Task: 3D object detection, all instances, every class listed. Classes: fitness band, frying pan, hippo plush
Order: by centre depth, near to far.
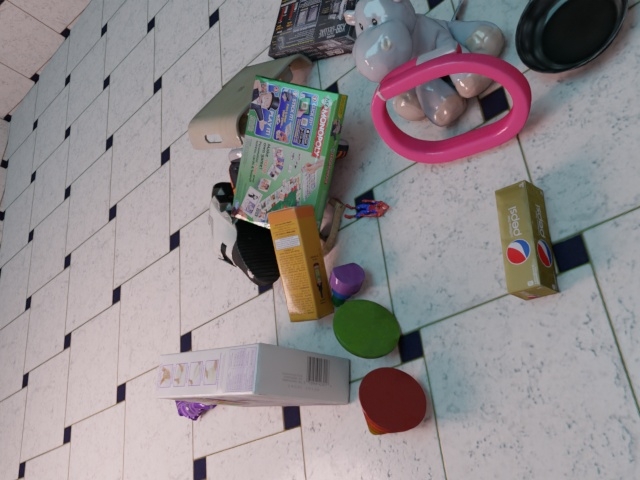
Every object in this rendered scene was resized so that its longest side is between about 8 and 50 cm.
[{"bbox_3d":[0.221,-0.230,1.128,0.291,0.209,0.054,-14,43,42],"label":"fitness band"},{"bbox_3d":[0.387,-0.391,1.131,0.326,0.053,0.197,35,101,50],"label":"frying pan"},{"bbox_3d":[0.186,-0.381,1.200,0.234,0.236,0.294,-5,71,46],"label":"hippo plush"}]

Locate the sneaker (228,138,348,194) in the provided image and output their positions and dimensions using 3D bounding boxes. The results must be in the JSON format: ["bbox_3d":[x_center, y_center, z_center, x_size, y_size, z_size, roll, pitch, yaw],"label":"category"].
[{"bbox_3d":[-0.070,-0.137,1.488,0.321,0.124,0.180,-6,90,35],"label":"sneaker"}]

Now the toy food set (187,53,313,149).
[{"bbox_3d":[-0.176,-0.346,1.625,0.220,0.092,0.306,6,51,49],"label":"toy food set"}]

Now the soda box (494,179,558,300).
[{"bbox_3d":[0.329,-0.001,1.032,0.058,0.061,0.181,-22,60,41],"label":"soda box"}]

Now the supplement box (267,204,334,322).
[{"bbox_3d":[-0.040,0.047,1.326,0.080,0.078,0.233,-13,89,31],"label":"supplement box"}]

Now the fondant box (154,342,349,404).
[{"bbox_3d":[-0.141,0.278,1.293,0.330,0.238,0.096,-16,64,42],"label":"fondant box"}]

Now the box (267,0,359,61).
[{"bbox_3d":[0.016,-0.571,1.578,0.307,0.076,0.242,4,79,48],"label":"box"}]

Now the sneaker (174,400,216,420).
[{"bbox_3d":[-0.296,0.400,1.558,0.170,0.068,0.071,-19,77,51],"label":"sneaker"}]

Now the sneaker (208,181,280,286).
[{"bbox_3d":[-0.188,0.014,1.558,0.330,0.122,0.146,59,136,40],"label":"sneaker"}]

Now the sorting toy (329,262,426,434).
[{"bbox_3d":[0.080,0.215,1.212,0.126,0.127,0.365,107,153,-45],"label":"sorting toy"}]

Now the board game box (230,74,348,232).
[{"bbox_3d":[-0.073,-0.176,1.386,0.213,0.046,0.317,19,106,26],"label":"board game box"}]

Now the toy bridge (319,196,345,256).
[{"bbox_3d":[0.000,0.000,1.411,0.063,0.026,0.188,44,108,45],"label":"toy bridge"}]

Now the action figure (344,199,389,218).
[{"bbox_3d":[0.096,-0.064,1.333,0.115,0.030,0.038,-4,67,44],"label":"action figure"}]
